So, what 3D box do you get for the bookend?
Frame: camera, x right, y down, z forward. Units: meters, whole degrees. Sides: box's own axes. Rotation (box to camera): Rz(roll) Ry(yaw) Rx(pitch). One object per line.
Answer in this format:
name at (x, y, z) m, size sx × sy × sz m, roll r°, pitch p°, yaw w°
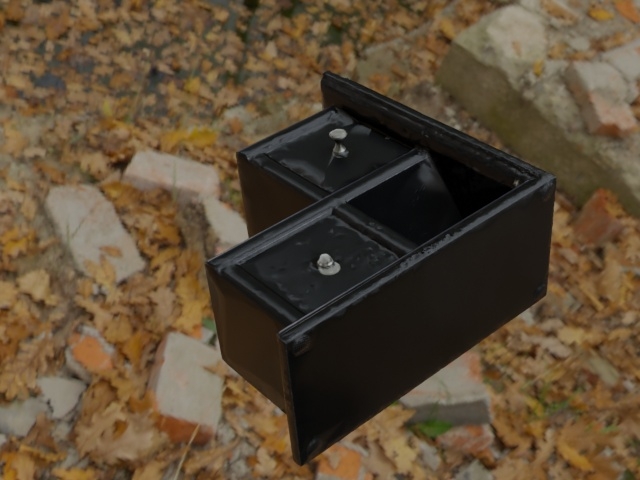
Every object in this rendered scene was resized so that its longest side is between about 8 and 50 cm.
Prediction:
bookend at (0.000, 0.000, 0.465) m, size 0.156 × 0.072 × 0.157 m, roll -29°, pitch 42°, yaw -28°
